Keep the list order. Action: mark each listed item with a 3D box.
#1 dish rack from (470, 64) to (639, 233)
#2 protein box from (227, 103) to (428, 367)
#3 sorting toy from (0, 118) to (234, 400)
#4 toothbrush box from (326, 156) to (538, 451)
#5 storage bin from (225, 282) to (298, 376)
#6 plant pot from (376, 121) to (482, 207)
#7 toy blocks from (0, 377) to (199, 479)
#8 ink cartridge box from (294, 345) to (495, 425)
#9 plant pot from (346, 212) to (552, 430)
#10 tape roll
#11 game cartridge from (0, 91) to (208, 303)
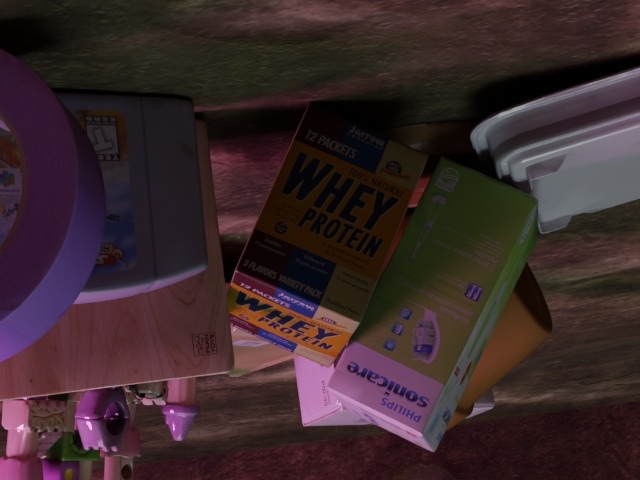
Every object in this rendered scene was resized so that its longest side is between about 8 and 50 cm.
[{"bbox_3d":[0.320,-0.094,1.679,0.285,0.072,0.333,-18,164,6],"label":"dish rack"},{"bbox_3d":[0.000,0.000,1.607,0.136,0.200,0.201,23,161,-1],"label":"protein box"},{"bbox_3d":[-0.229,0.019,1.571,0.255,0.257,0.089,-7,-179,-2],"label":"sorting toy"},{"bbox_3d":[0.130,0.077,1.700,0.122,0.283,0.206,26,172,13],"label":"toothbrush box"},{"bbox_3d":[-0.142,0.097,2.095,0.262,0.123,0.260,9,157,-43],"label":"storage bin"},{"bbox_3d":[0.112,-0.080,1.756,0.236,0.032,0.236,-6,165,-2],"label":"plant pot"},{"bbox_3d":[-0.332,0.310,2.110,0.309,0.260,0.288,-1,173,31],"label":"toy blocks"},{"bbox_3d":[0.103,0.165,2.286,0.283,0.207,0.117,3,159,-32],"label":"ink cartridge box"},{"bbox_3d":[0.157,0.078,1.931,0.203,0.291,0.291,-30,158,16],"label":"plant pot"},{"bbox_3d":[-0.323,-0.030,1.281,0.275,0.275,0.090,-9,164,6],"label":"tape roll"},{"bbox_3d":[-0.250,-0.040,1.423,0.297,0.198,0.062,0,161,-26],"label":"game cartridge"}]
